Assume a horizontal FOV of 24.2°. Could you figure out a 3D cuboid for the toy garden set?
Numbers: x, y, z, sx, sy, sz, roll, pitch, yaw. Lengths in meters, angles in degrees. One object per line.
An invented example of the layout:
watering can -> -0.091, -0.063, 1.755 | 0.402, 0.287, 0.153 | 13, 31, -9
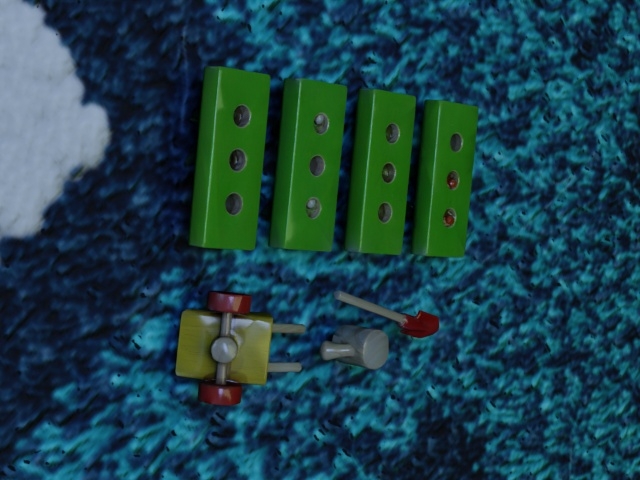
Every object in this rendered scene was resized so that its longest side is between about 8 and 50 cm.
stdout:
toy garden set -> 0.000, 0.000, 0.977 | 0.244, 0.049, 0.203 | 3, 93, -46
